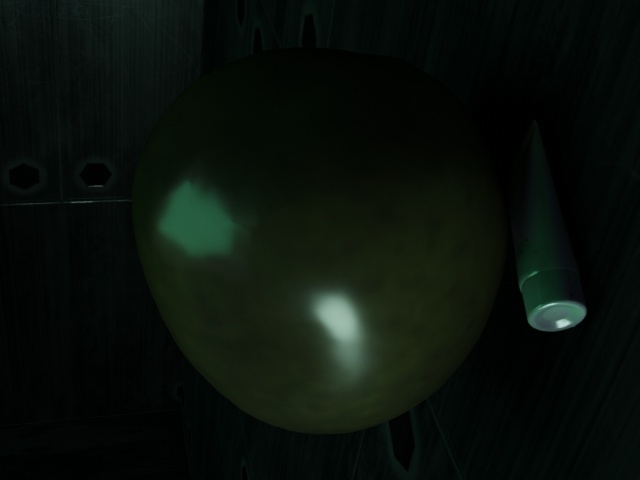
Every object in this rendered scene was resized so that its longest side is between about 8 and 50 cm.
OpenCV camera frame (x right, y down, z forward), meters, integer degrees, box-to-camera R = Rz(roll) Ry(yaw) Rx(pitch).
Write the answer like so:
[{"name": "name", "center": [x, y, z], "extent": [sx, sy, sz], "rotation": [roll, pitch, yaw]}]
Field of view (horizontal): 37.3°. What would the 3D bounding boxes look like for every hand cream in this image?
[{"name": "hand cream", "center": [0.180, -0.010, 0.784], "extent": [0.076, 0.047, 0.174], "rotation": [106, 165, -54]}]

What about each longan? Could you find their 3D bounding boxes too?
[{"name": "longan", "center": [0.000, 0.000, 0.867], "extent": [0.361, 0.360, 0.361], "rotation": [177, 90, -75]}]
